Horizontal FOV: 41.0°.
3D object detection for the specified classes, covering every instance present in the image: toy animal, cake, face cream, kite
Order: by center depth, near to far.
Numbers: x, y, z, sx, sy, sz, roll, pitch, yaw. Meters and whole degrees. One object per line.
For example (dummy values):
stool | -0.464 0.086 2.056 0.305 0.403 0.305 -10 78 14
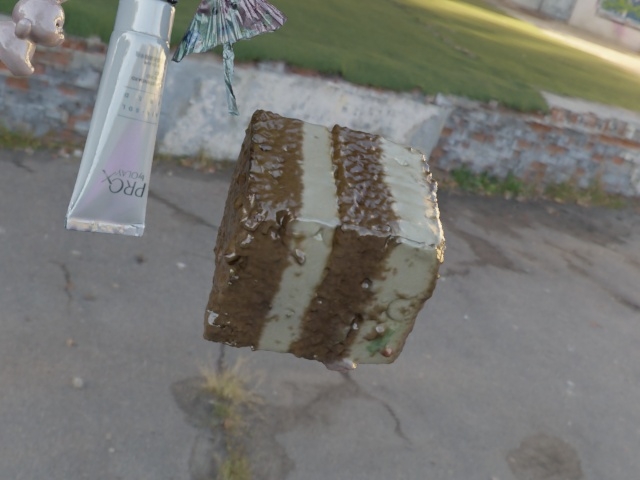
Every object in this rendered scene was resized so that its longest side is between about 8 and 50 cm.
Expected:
kite | -0.092 -0.197 0.843 0.139 0.157 0.011 -10 -9 28
face cream | -0.196 -0.126 0.863 0.058 0.244 0.092 15 5 44
cake | 0.000 0.000 1.214 0.290 0.256 0.282 12 38 -13
toy animal | -0.509 -0.403 1.567 0.124 0.212 0.124 48 -1 1
